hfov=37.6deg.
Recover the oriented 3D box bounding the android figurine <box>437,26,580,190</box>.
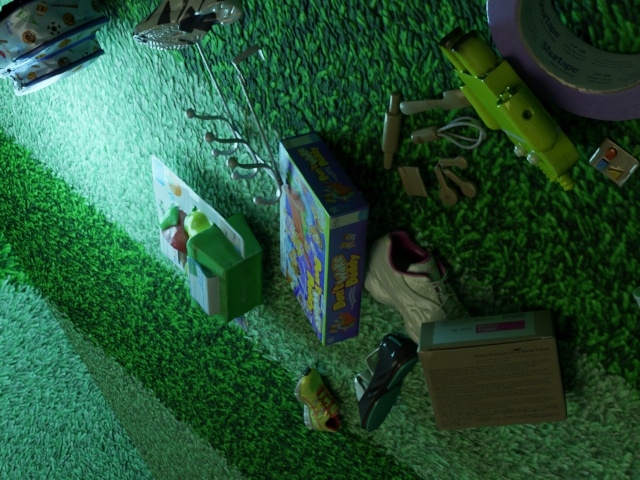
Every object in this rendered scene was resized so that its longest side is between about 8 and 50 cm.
[{"bbox_3d":[0.271,-0.182,1.330,0.273,0.056,0.248,49,-174,-17],"label":"android figurine"}]

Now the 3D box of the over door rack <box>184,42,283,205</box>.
[{"bbox_3d":[-0.178,-0.246,1.773,0.239,0.108,0.324,48,153,47],"label":"over door rack"}]

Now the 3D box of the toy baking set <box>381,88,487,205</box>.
[{"bbox_3d":[0.187,-0.167,1.568,0.196,0.030,0.256,26,139,28],"label":"toy baking set"}]

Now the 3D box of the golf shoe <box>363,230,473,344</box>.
[{"bbox_3d":[0.201,0.107,1.732,0.306,0.115,0.140,42,142,12],"label":"golf shoe"}]

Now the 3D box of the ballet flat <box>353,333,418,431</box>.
[{"bbox_3d":[0.130,0.297,2.015,0.096,0.095,0.280,46,137,24],"label":"ballet flat"}]

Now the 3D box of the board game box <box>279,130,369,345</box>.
[{"bbox_3d":[0.000,0.000,1.808,0.347,0.078,0.233,92,155,-43],"label":"board game box"}]

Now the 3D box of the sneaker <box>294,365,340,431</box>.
[{"bbox_3d":[0.004,0.382,2.252,0.094,0.081,0.209,15,139,32],"label":"sneaker"}]

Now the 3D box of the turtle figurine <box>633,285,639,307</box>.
[{"bbox_3d":[0.559,0.174,1.311,0.197,0.275,0.266,-18,106,18],"label":"turtle figurine"}]

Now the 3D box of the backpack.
[{"bbox_3d":[-0.586,-0.444,2.005,0.263,0.276,0.213,-21,110,48],"label":"backpack"}]

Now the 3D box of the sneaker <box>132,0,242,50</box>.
[{"bbox_3d":[-0.240,-0.443,1.683,0.235,0.094,0.153,-17,66,38],"label":"sneaker"}]

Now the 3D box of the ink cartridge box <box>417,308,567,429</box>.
[{"bbox_3d":[0.304,0.230,1.653,0.234,0.088,0.193,-7,120,15],"label":"ink cartridge box"}]

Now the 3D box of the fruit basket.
[{"bbox_3d":[-0.287,0.018,2.163,0.353,0.165,0.327,36,143,27],"label":"fruit basket"}]

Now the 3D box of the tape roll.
[{"bbox_3d":[0.350,-0.285,1.172,0.274,0.090,0.275,28,149,19],"label":"tape roll"}]

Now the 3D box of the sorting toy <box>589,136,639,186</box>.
[{"bbox_3d":[0.426,-0.119,1.346,0.062,0.012,0.083,42,145,13],"label":"sorting toy"}]
